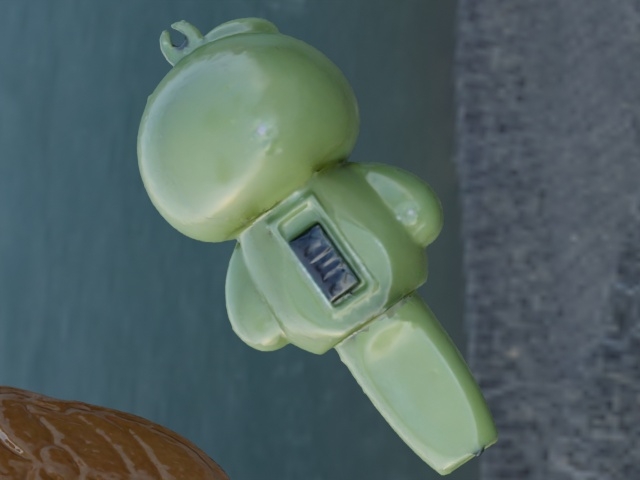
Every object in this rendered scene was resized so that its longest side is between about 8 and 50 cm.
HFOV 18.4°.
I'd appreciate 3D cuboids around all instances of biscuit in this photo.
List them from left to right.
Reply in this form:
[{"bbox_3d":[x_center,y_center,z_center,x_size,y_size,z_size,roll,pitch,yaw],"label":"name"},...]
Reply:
[{"bbox_3d":[-0.088,0.082,0.654,0.102,0.130,0.019,-115,41,-56],"label":"biscuit"}]

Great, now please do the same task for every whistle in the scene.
[{"bbox_3d":[-0.001,-0.003,1.138,0.294,0.141,0.141,55,147,-10],"label":"whistle"}]
